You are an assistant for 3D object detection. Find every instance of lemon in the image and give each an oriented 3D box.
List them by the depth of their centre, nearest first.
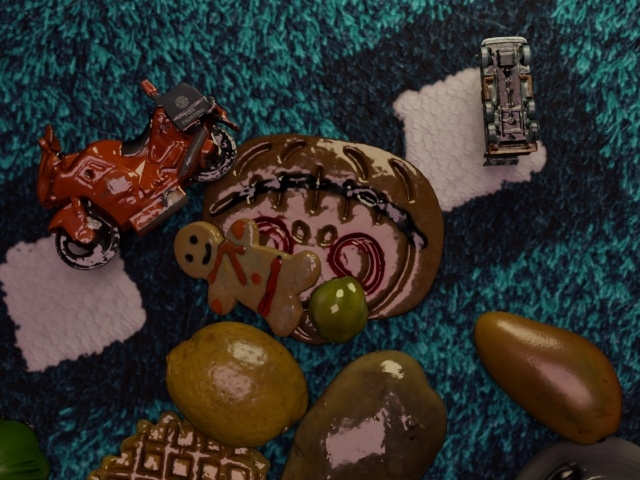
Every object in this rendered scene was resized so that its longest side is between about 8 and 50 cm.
[{"bbox_3d":[-0.119,0.204,1.662,0.207,0.170,0.170,37,82,-2],"label":"lemon"}]

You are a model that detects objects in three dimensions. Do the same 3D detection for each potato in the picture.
[{"bbox_3d":[0.058,0.297,1.660,0.191,0.141,0.296,40,86,-10],"label":"potato"}]

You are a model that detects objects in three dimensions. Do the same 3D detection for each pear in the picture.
[{"bbox_3d":[0.026,0.097,1.675,0.092,0.092,0.097,26,75,4],"label":"pear"}]

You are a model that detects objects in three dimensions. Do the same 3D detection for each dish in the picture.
[{"bbox_3d":[0.403,0.411,1.652,0.273,0.134,0.273,0,80,1],"label":"dish"}]

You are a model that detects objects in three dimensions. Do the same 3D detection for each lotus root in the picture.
[{"bbox_3d":[-0.487,0.330,1.638,0.186,0.186,0.186,0,81,-1],"label":"lotus root"}]

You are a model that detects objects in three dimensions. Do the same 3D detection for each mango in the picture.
[{"bbox_3d":[0.334,0.188,1.699,0.253,0.113,0.138,39,86,13],"label":"mango"}]

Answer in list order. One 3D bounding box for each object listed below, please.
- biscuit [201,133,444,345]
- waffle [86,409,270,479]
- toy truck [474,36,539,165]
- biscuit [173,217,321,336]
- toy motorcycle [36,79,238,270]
[{"bbox_3d":[0.000,0.000,1.753,0.367,0.063,0.314,9,79,0],"label":"biscuit"},{"bbox_3d":[-0.203,0.400,1.685,0.301,0.058,0.281,31,82,4],"label":"waffle"},{"bbox_3d":[0.277,-0.208,1.761,0.080,0.115,0.177,-3,81,-1],"label":"toy truck"},{"bbox_3d":[-0.117,0.044,1.694,0.234,0.030,0.153,27,106,21],"label":"biscuit"},{"bbox_3d":[-0.289,-0.119,1.730,0.326,0.148,0.221,-38,80,-12],"label":"toy motorcycle"}]
